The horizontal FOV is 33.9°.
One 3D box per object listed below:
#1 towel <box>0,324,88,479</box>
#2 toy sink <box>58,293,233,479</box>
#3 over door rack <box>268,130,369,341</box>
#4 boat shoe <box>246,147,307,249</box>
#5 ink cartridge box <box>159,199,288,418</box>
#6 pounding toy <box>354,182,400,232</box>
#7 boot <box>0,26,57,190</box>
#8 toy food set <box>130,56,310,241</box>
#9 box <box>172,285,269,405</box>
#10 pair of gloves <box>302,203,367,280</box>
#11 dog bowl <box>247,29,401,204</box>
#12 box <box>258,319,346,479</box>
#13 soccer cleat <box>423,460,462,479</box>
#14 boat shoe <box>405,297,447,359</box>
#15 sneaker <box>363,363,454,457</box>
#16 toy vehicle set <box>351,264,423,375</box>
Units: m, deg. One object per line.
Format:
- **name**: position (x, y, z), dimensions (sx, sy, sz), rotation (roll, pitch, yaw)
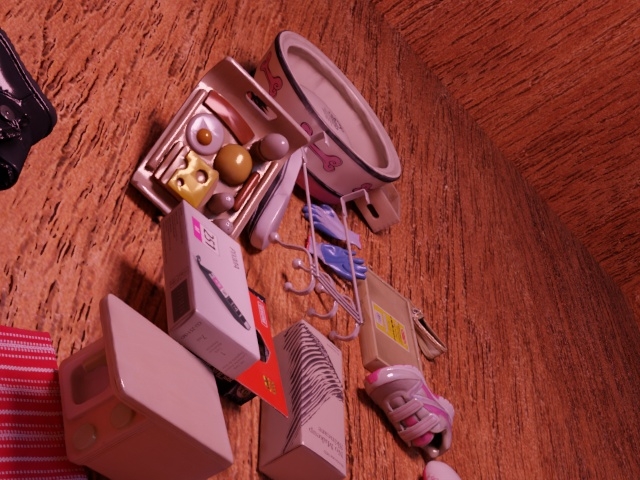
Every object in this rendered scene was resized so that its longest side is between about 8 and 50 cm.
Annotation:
- **towel**: position (-0.356, 0.213, 1.209), dimensions (0.199, 0.031, 0.275), rotation (21, 41, -54)
- **toy sink**: position (-0.233, 0.201, 1.289), dimensions (0.234, 0.131, 0.153), rotation (47, 18, -47)
- **over door rack**: position (0.000, 0.000, 1.963), dimensions (0.239, 0.108, 0.324), rotation (50, 39, -54)
- **boat shoe**: position (-0.107, -0.099, 2.008), dimensions (0.102, 0.108, 0.301), rotation (20, 43, -1)
- **ink cartridge box**: position (-0.125, 0.096, 1.514), dimensions (0.239, 0.060, 0.275), rotation (40, 19, -31)
- **pounding toy**: position (0.112, -0.112, 2.457), dimensions (0.141, 0.100, 0.130), rotation (56, 22, -27)
- **boot**: position (-0.475, -0.202, 1.435), dimensions (0.246, 0.094, 0.207), rotation (54, 19, -20)
- **toy food set**: position (-0.163, -0.134, 1.803), dimensions (0.220, 0.092, 0.306), rotation (44, 59, -24)
- **box**: position (-0.152, 0.141, 1.625), dimensions (0.147, 0.077, 0.180), rotation (37, 29, -37)
- **pair of gloves**: position (0.030, -0.001, 2.189), dimensions (0.159, 0.023, 0.198), rotation (30, 34, -25)
- **dog bowl**: position (-0.008, -0.255, 2.293), dimensions (0.408, 0.150, 0.408), rotation (44, 21, -21)
- **box**: position (-0.028, 0.266, 1.678), dimensions (0.113, 0.094, 0.275), rotation (41, 27, -30)
- **soccer cleat**: position (0.303, 0.536, 1.895), dimensions (0.116, 0.143, 0.331), rotation (15, 46, -56)
- **boat shoe**: position (0.225, 0.188, 2.316), dimensions (0.056, 0.048, 0.153), rotation (5, 55, -61)
- **sneaker**: position (0.179, 0.325, 1.984), dimensions (0.252, 0.103, 0.111), rotation (38, 27, -33)
- **toy vehicle set**: position (0.138, 0.188, 2.168), dimensions (0.166, 0.035, 0.267), rotation (39, 28, -33)
